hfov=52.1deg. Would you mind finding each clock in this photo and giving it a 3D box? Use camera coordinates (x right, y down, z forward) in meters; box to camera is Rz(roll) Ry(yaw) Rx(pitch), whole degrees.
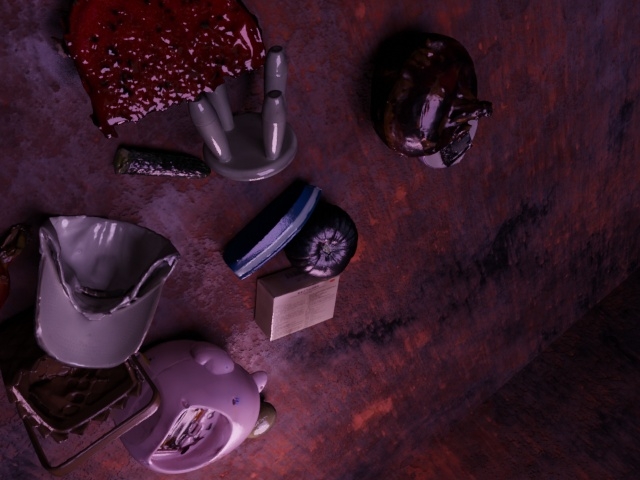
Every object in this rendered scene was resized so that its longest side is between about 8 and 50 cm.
[{"bbox_3d":[0.367,-0.271,1.822,0.198,0.064,0.172,-40,140,-4],"label":"clock"},{"bbox_3d":[-0.322,0.440,1.700,0.377,0.250,0.368,20,109,-48],"label":"clock"}]

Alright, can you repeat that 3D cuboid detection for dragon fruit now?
[{"bbox_3d":[-0.629,0.064,1.231,0.246,0.125,0.125,-51,129,-18],"label":"dragon fruit"},{"bbox_3d":[-0.283,-0.367,1.131,0.344,0.100,0.282,-27,115,-21],"label":"dragon fruit"}]

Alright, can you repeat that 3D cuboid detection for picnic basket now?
[{"bbox_3d":[-0.507,0.305,1.377,0.254,0.321,0.291,-34,142,-19],"label":"picnic basket"}]

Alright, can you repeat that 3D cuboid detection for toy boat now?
[{"bbox_3d":[-0.114,-0.034,1.593,0.299,0.096,0.061,-44,132,-4],"label":"toy boat"}]

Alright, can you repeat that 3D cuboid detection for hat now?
[{"bbox_3d":[-0.432,0.098,1.286,0.258,0.168,0.301,13,81,-19],"label":"hat"}]

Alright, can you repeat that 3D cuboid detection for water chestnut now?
[{"bbox_3d":[0.260,-0.323,1.522,0.300,0.300,0.299,-23,136,-24],"label":"water chestnut"}]

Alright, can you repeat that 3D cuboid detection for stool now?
[{"bbox_3d":[-0.146,-0.245,1.275,0.196,0.195,0.198,-2,142,0],"label":"stool"}]

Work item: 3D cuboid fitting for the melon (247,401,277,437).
[{"bbox_3d":[-0.196,0.558,2.036,0.131,0.098,0.098,-38,141,-12],"label":"melon"}]

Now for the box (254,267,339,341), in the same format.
[{"bbox_3d":[-0.066,0.159,1.800,0.212,0.095,0.168,-17,135,-30],"label":"box"}]

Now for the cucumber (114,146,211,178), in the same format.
[{"bbox_3d":[-0.314,-0.153,1.346,0.215,0.052,0.058,2,142,-42],"label":"cucumber"}]

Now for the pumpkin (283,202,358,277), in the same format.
[{"bbox_3d":[0.000,0.000,1.682,0.202,0.140,0.201,-7,115,-16],"label":"pumpkin"}]
